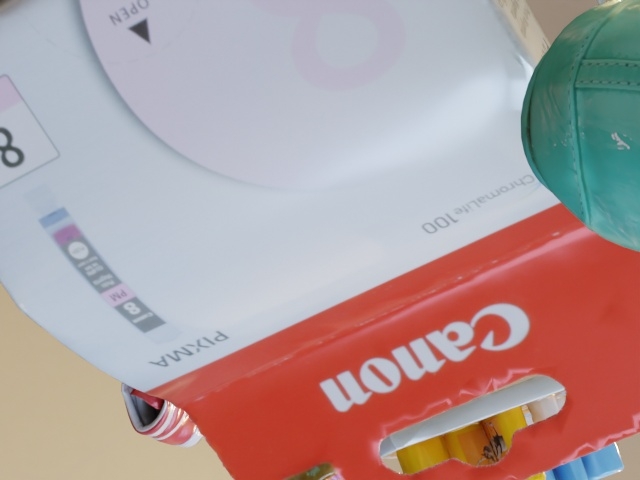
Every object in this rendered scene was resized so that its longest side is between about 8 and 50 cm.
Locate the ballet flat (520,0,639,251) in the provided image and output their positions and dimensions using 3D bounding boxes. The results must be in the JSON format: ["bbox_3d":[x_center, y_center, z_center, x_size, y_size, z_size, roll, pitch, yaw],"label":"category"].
[{"bbox_3d":[0.169,-0.004,0.436,0.087,0.247,0.083,9,-96,60],"label":"ballet flat"}]

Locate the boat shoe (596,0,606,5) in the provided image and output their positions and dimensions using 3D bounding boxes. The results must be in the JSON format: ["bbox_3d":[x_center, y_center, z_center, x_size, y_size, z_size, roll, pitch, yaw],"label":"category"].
[{"bbox_3d":[0.287,-0.163,1.233,0.367,0.136,0.156,50,-31,14],"label":"boat shoe"}]

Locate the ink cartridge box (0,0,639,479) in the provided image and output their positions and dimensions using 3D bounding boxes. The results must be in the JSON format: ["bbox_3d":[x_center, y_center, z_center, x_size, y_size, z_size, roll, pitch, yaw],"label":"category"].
[{"bbox_3d":[0.000,0.000,0.518,0.189,0.066,0.232,-26,-78,24],"label":"ink cartridge box"}]

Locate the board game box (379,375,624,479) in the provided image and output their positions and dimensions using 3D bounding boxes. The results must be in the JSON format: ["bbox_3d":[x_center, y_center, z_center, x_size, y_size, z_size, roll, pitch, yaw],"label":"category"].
[{"bbox_3d":[0.256,0.069,0.900,0.390,0.390,0.050,25,45,-72],"label":"board game box"}]

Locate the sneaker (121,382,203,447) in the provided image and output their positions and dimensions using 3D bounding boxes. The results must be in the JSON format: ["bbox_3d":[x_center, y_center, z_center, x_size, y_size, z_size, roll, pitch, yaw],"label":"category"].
[{"bbox_3d":[-0.095,0.079,1.102,0.042,0.067,0.118,10,-95,33],"label":"sneaker"}]
